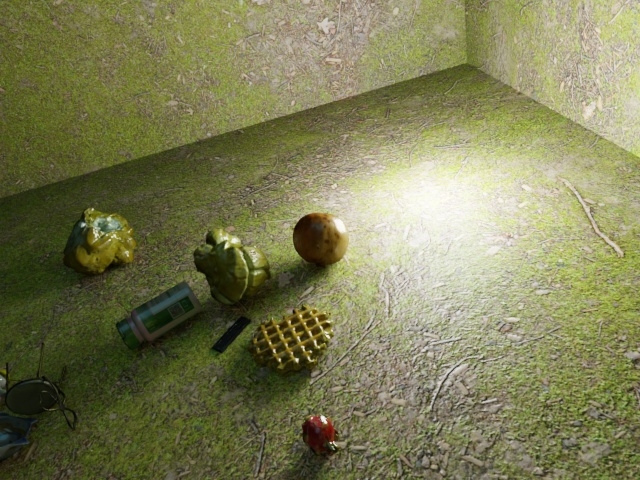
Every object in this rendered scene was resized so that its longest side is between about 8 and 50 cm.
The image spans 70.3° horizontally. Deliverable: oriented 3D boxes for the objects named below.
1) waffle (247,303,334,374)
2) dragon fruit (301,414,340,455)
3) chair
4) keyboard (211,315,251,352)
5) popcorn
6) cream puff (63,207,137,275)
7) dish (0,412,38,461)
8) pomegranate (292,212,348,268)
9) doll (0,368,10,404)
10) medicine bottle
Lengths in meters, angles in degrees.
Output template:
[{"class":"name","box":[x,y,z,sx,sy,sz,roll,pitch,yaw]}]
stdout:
[{"class":"waffle","box":[-0.091,0.302,1.437,0.291,0.051,0.291,-8,37,6]},{"class":"dragon fruit","box":[0.001,0.486,1.128,0.086,0.081,0.116,-16,33,-18]},{"class":"chair","box":[-0.886,0.480,1.419,0.170,0.159,0.326,-29,36,-14]},{"class":"keyboard","box":[-0.299,0.315,1.535,0.053,0.010,0.155,11,44,34]},{"class":"popcorn","box":[-0.322,0.096,1.622,0.277,0.276,0.225,4,20,25]},{"class":"cream puff","box":[-0.976,0.033,2.022,0.274,0.270,0.323,-50,34,11]},{"class":"dish","box":[-0.949,0.597,1.319,0.228,0.086,0.236,7,5,0]},{"class":"pomegranate","box":[0.000,0.000,1.683,0.215,0.215,0.215,-11,36,8]},{"class":"doll","box":[-1.107,0.511,1.525,0.129,0.081,0.207,-10,33,-5]},{"class":"medicine bottle","box":[-0.567,0.266,1.601,0.274,0.133,0.133,-32,39,-20]}]
